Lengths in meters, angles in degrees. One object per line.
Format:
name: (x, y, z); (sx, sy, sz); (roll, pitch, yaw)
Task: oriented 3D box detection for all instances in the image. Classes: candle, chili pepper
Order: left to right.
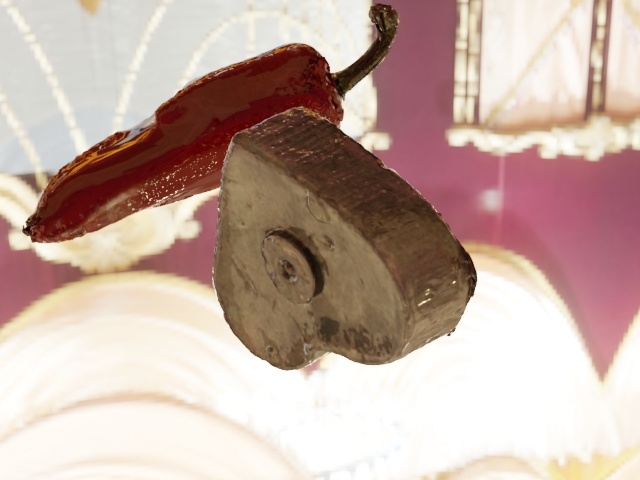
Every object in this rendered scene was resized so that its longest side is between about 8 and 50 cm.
chili pepper: (-0.093, -0.096, 1.335); (0.387, 0.110, 0.110); (-24, -150, -2)
candle: (0.000, 0.000, 0.939); (0.068, 0.168, 0.192); (-29, -169, -38)
